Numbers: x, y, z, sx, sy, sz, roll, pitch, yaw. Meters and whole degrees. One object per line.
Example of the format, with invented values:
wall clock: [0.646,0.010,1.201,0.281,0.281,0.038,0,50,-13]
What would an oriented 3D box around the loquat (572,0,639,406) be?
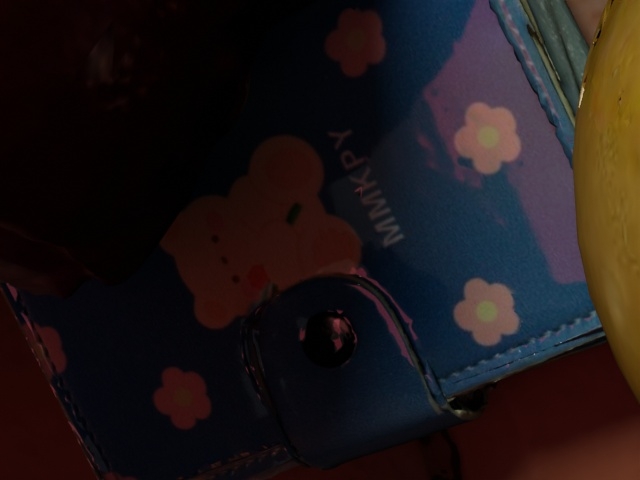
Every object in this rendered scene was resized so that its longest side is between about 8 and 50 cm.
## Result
loquat: [0.170,-0.015,0.431,0.235,0.235,0.235,4,103,20]

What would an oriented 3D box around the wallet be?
wallet: [0.000,0.000,0.590,0.202,0.059,0.141,-25,94,23]

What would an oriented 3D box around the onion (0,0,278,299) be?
onion: [-0.167,-0.136,0.512,0.337,0.282,0.260,11,85,32]
